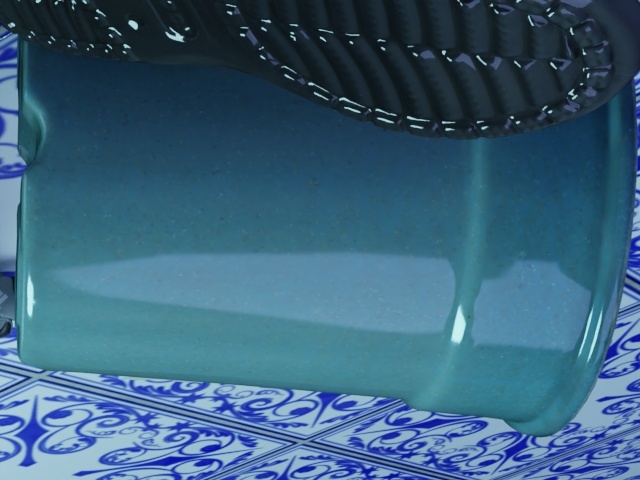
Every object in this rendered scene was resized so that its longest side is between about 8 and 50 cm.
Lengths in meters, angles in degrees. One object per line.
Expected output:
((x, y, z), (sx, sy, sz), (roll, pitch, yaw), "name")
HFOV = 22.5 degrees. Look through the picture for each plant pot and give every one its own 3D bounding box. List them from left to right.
((-0.021, -0.045, 1.006), (0.334, 0.341, 0.341), (1, 154, -12), "plant pot")

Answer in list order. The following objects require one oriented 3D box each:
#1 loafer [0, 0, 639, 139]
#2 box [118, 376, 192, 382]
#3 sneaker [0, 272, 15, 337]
((-0.014, -0.152, 0.770), (0.366, 0.130, 0.134), (15, 152, 24), "loafer")
((-0.094, 0.059, 1.494), (0.100, 0.060, 0.244), (6, 150, -36), "box")
((-0.303, 0.040, 1.335), (0.132, 0.086, 0.229), (-8, 167, -24), "sneaker")
